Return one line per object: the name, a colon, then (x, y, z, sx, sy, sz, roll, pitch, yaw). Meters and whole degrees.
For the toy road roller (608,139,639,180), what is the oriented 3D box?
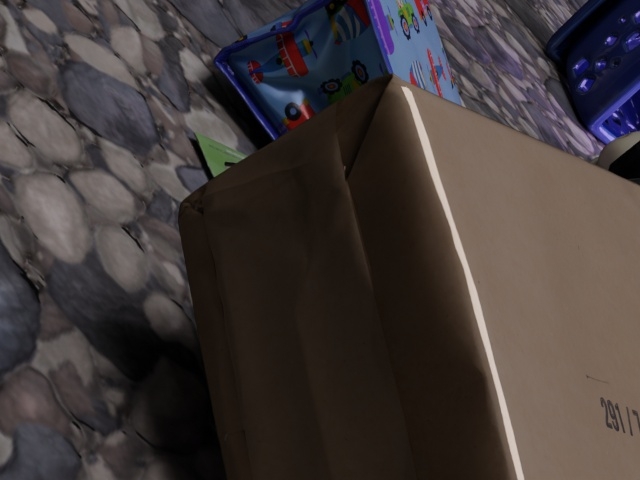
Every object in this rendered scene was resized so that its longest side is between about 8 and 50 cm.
toy road roller: (0.301, 0.096, 1.329, 0.329, 0.202, 0.241, 40, 36, -13)

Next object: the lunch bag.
lunch bag: (0.069, -0.071, 1.248, 0.293, 0.138, 0.221, 60, 19, -6)

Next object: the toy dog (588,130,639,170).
toy dog: (0.517, -0.116, 1.779, 0.395, 0.408, 0.285, 11, 44, -59)

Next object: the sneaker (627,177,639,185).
sneaker: (0.327, -0.012, 1.185, 0.340, 0.139, 0.125, -6, 71, -38)

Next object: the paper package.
paper package: (0.097, 0.101, 0.860, 0.324, 0.168, 0.310, 15, 57, -54)

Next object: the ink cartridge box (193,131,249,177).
ink cartridge box: (0.000, 0.000, 1.061, 0.109, 0.062, 0.209, 19, 38, -53)

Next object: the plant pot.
plant pot: (0.479, -0.253, 2.171, 0.236, 0.236, 0.212, 28, 25, -43)
